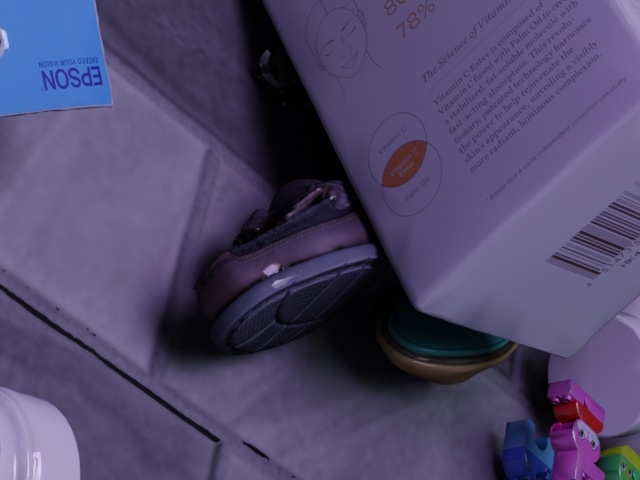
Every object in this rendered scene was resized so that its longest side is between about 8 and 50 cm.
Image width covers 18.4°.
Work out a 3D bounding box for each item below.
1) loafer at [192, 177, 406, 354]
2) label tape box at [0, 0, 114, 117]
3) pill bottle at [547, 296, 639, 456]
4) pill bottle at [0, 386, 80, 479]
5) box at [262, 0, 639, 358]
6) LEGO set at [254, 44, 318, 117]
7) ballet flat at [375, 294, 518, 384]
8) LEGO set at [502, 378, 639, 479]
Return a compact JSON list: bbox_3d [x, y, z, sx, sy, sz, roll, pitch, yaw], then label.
[{"bbox_3d":[0.000,0.000,1.285,0.095,0.109,0.302,55,29,12],"label":"loafer"},{"bbox_3d":[-0.269,-0.212,1.039,0.249,0.115,0.348,-13,86,-51],"label":"label tape box"},{"bbox_3d":[0.285,0.099,1.526,0.264,0.146,0.146,1,72,-51],"label":"pill bottle"},{"bbox_3d":[-0.235,0.098,0.905,0.245,0.136,0.136,19,58,-44],"label":"pill bottle"},{"bbox_3d":[0.118,-0.132,1.291,0.168,0.215,0.345,19,37,-46],"label":"box"},{"bbox_3d":[-0.022,-0.111,1.364,0.083,0.023,0.054,51,41,-41],"label":"LEGO set"},{"bbox_3d":[0.108,0.064,1.389,0.080,0.073,0.232,39,35,21],"label":"ballet flat"},{"bbox_3d":[0.195,0.201,1.424,0.227,0.087,0.093,42,47,-38],"label":"LEGO set"}]
